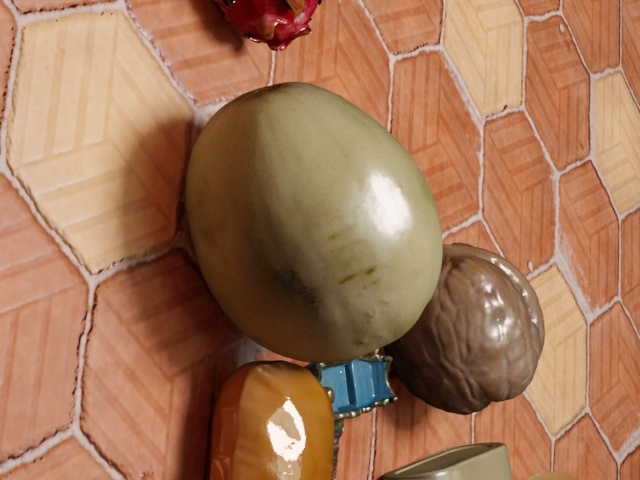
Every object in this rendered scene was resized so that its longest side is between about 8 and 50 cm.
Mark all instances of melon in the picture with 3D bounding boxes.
[{"bbox_3d":[-0.009,-0.013,1.398,0.308,0.272,0.272,43,44,-6],"label":"melon"}]

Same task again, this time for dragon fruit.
[{"bbox_3d":[-0.060,-0.294,1.479,0.166,0.133,0.136,55,1,-18],"label":"dragon fruit"}]

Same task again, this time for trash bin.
[{"bbox_3d":[0.178,0.399,1.717,0.243,0.121,0.247,-8,88,-56],"label":"trash bin"}]

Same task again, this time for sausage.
[{"bbox_3d":[-0.055,0.245,1.400,0.136,0.120,0.241,13,73,-38],"label":"sausage"}]

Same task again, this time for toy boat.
[{"bbox_3d":[0.029,0.171,1.567,0.185,0.077,0.075,-1,82,-54],"label":"toy boat"}]

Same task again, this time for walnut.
[{"bbox_3d":[0.177,0.108,1.699,0.224,0.224,0.224,14,73,-54],"label":"walnut"}]

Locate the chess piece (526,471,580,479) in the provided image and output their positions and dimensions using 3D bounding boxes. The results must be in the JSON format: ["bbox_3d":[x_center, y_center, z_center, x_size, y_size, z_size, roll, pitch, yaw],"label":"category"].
[{"bbox_3d":[0.385,0.535,1.995,0.117,0.117,0.397,-47,123,-48],"label":"chess piece"}]

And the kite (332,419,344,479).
[{"bbox_3d":[0.007,0.284,1.580,0.159,0.010,0.190,29,62,-51],"label":"kite"}]
